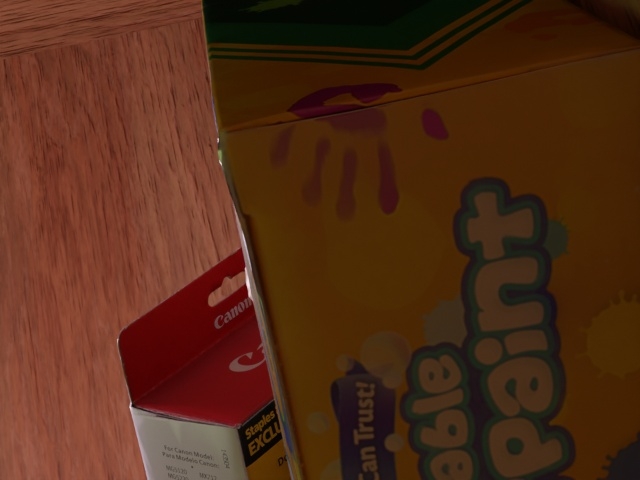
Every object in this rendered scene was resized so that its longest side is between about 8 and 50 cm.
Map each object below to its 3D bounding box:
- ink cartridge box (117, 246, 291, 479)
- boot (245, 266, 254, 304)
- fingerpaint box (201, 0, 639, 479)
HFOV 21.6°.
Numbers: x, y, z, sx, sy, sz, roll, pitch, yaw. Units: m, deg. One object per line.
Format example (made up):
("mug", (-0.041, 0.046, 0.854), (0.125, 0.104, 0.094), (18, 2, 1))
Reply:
("ink cartridge box", (-0.021, 0.145, 1.542), (0.309, 0.130, 0.271), (-37, -56, -45))
("boot", (0.015, -0.026, 1.239), (0.236, 0.089, 0.269), (-89, 16, -50))
("fingerpaint box", (0.069, 0.107, 0.787), (0.371, 0.163, 0.444), (-107, 5, -75))
